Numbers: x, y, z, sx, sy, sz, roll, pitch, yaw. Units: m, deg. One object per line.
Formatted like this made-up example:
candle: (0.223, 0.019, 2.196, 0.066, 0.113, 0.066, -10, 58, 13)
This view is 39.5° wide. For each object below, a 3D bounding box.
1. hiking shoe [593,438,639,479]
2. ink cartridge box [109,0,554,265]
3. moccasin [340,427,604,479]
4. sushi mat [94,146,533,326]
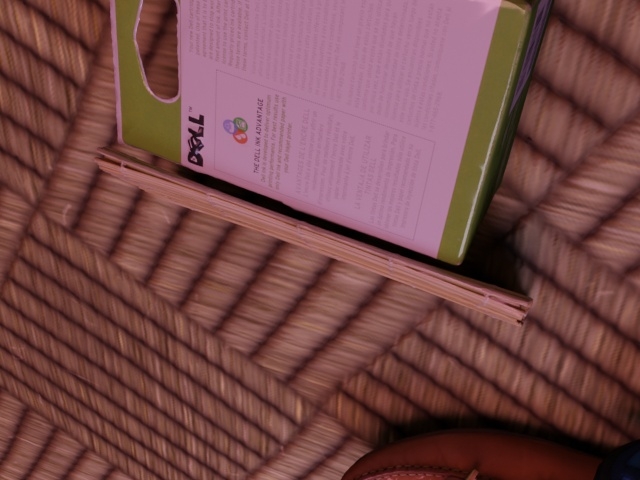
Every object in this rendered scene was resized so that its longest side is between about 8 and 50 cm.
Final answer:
hiking shoe: (0.328, 0.138, 0.587, 0.304, 0.113, 0.132, -12, 127, 26)
ink cartridge box: (0.000, -0.118, 0.565, 0.255, 0.097, 0.188, 20, 133, 14)
moccasin: (0.189, 0.257, 0.734, 0.380, 0.147, 0.139, 11, 130, 20)
sushi mat: (0.000, 0.000, 0.653, 0.317, 0.019, 0.151, 20, 178, 12)
